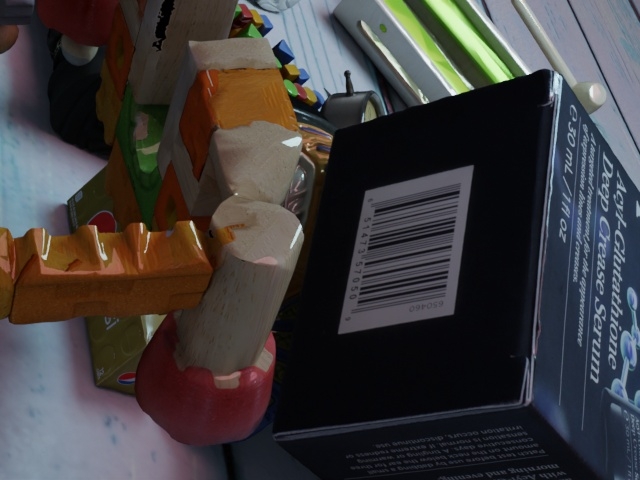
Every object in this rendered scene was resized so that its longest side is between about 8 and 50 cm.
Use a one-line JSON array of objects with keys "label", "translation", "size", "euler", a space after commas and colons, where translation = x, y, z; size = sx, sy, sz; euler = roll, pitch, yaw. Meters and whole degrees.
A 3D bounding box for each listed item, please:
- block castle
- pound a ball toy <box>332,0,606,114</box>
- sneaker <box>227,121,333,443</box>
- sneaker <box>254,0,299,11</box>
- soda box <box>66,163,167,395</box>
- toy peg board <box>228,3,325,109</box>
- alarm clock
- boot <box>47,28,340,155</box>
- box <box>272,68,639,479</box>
[{"label": "block castle", "translation": [-0.207, -0.071, 0.853], "size": [0.303, 0.213, 0.453], "euler": [-3, 50, -23]}, {"label": "pound a ball toy", "translation": [0.193, -0.237, 1.730], "size": [0.208, 0.136, 0.319], "euler": [-40, 91, -26]}, {"label": "sneaker", "translation": [-0.048, 0.047, 1.105], "size": [0.112, 0.131, 0.296], "euler": [25, 58, -8]}, {"label": "sneaker", "translation": [-0.110, -0.367, 1.518], "size": [0.235, 0.094, 0.153], "euler": [7, 49, -53]}, {"label": "soda box", "translation": [-0.147, 0.030, 1.025], "size": [0.058, 0.061, 0.181], "euler": [23, 39, -43]}, {"label": "toy peg board", "translation": [-0.061, -0.182, 1.386], "size": [0.161, 0.079, 0.160], "euler": [56, 28, 8]}, {"label": "alarm clock", "translation": [0.034, -0.073, 1.387], "size": [0.129, 0.064, 0.192], "euler": [30, 56, -72]}, {"label": "boot", "translation": [-0.116, -0.177, 1.242], "size": [0.348, 0.131, 0.260], "euler": [25, 38, -39]}, {"label": "box", "translation": [0.173, 0.112, 1.080], "size": [0.395, 0.212, 0.293], "euler": [46, 43, -41]}]
